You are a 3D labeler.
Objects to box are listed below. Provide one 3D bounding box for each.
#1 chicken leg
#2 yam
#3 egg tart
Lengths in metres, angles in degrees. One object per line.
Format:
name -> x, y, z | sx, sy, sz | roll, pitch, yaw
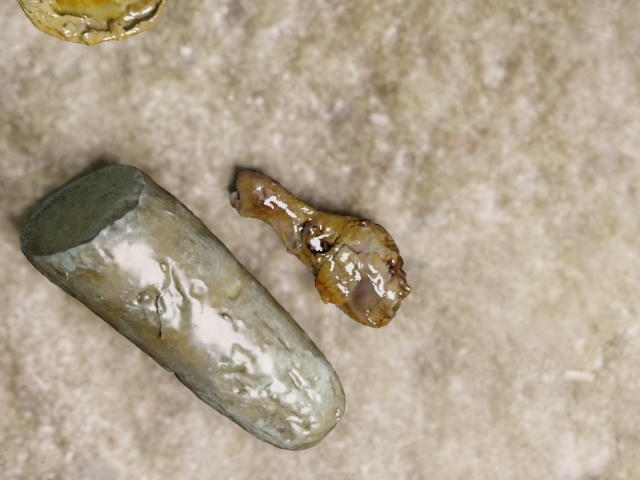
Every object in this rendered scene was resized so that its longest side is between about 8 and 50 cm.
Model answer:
chicken leg -> 0.001, -0.001, 1.598 | 0.198, 0.069, 0.085 | 37, 113, -7
yam -> -0.110, 0.068, 1.546 | 0.330, 0.133, 0.133 | 44, 88, -15
egg tart -> -0.193, -0.272, 1.479 | 0.212, 0.090, 0.212 | -24, 129, -33
